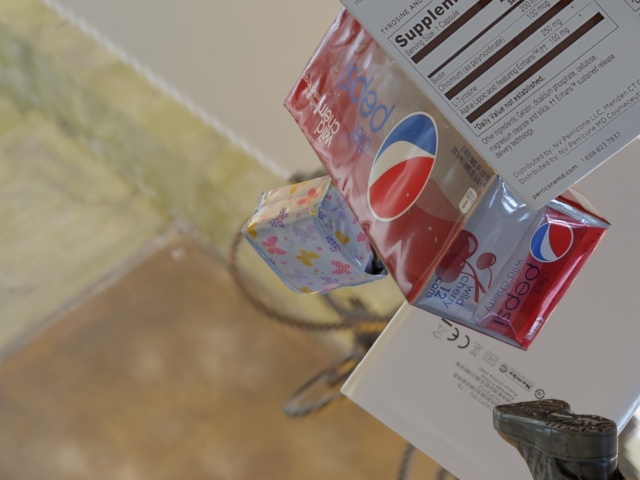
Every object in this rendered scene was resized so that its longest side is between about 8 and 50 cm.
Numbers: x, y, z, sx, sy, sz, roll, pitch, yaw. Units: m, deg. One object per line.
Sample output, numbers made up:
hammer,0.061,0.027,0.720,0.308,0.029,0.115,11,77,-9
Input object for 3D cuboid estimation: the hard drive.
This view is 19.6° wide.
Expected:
hard drive,0.188,0.058,1.505,0.203,0.307,0.040,36,-1,3

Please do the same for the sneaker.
sneaker,0.150,0.150,1.133,0.170,0.051,0.089,-172,-104,-75

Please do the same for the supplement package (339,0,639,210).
supplement package,0.079,-0.159,0.635,0.203,0.194,0.149,47,-57,-7

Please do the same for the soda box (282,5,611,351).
soda box,0.065,-0.048,1.081,0.083,0.092,0.263,22,20,-27

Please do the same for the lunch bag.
lunch bag,0.000,0.000,1.268,0.071,0.053,0.083,-14,-53,38
